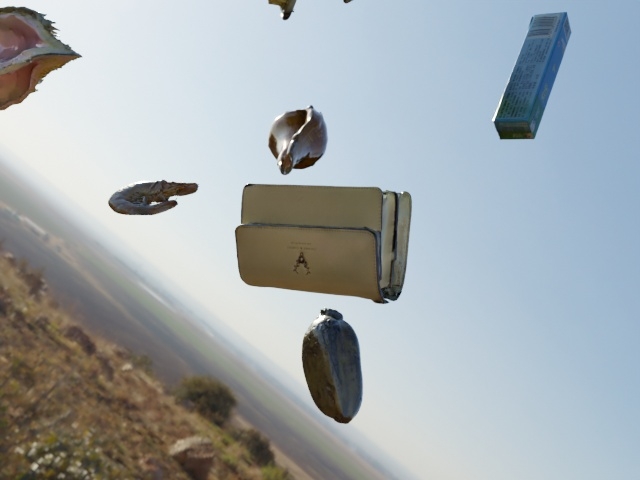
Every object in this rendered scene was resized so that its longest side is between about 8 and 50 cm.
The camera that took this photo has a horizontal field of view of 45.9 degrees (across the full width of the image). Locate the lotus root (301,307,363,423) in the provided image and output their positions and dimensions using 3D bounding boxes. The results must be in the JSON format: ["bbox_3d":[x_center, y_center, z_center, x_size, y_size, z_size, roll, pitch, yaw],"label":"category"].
[{"bbox_3d":[0.017,0.188,1.139,0.089,0.179,0.080,11,-31,-30],"label":"lotus root"}]

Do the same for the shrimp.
[{"bbox_3d":[-0.279,-0.075,1.288,0.095,0.163,0.045,-146,-131,-59],"label":"shrimp"}]

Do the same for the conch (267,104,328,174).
[{"bbox_3d":[-0.033,-0.151,1.233,0.093,0.109,0.330,61,10,-23],"label":"conch"}]

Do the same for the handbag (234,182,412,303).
[{"bbox_3d":[0.000,0.000,1.632,0.359,0.236,0.160,4,4,32],"label":"handbag"}]

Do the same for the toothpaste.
[{"bbox_3d":[0.367,-0.287,1.301,0.065,0.266,0.050,5,-34,33],"label":"toothpaste"}]

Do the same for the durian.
[{"bbox_3d":[-0.658,-0.386,1.546,0.195,0.305,0.185,64,-3,11],"label":"durian"}]

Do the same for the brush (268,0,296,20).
[{"bbox_3d":[-0.035,-0.517,1.253,0.060,0.296,0.068,12,21,-25],"label":"brush"}]

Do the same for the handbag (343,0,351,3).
[{"bbox_3d":[0.075,-0.587,1.411,0.109,0.241,0.315,2,-26,-41],"label":"handbag"}]
